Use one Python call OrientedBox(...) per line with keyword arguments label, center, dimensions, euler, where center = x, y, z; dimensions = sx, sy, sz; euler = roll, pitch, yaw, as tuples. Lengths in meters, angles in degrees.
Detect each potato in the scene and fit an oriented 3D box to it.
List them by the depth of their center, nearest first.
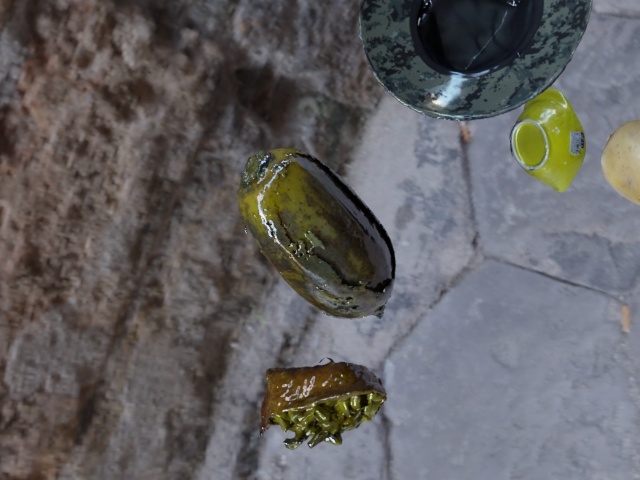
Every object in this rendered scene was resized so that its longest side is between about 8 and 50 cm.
OrientedBox(label="potato", center=(0.433, -0.087, 1.283), dimensions=(0.178, 0.118, 0.109), euler=(21, 51, 28))

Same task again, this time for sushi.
OrientedBox(label="sushi", center=(-0.005, 0.319, 2.007), dimensions=(0.297, 0.167, 0.179), euler=(-6, 71, 18))

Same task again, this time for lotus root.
OrientedBox(label="lotus root", center=(0.000, 0.000, 1.827), dimensions=(0.179, 0.397, 0.195), euler=(-9, 45, 46))

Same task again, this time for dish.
OrientedBox(label="dish", center=(0.408, -0.187, 1.939), dimensions=(0.149, 0.080, 0.207), euler=(-16, 87, 51))

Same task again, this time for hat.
OrientedBox(label="hat", center=(0.177, -0.250, 1.191), dimensions=(0.266, 0.128, 0.265), euler=(-1, 83, 11))
